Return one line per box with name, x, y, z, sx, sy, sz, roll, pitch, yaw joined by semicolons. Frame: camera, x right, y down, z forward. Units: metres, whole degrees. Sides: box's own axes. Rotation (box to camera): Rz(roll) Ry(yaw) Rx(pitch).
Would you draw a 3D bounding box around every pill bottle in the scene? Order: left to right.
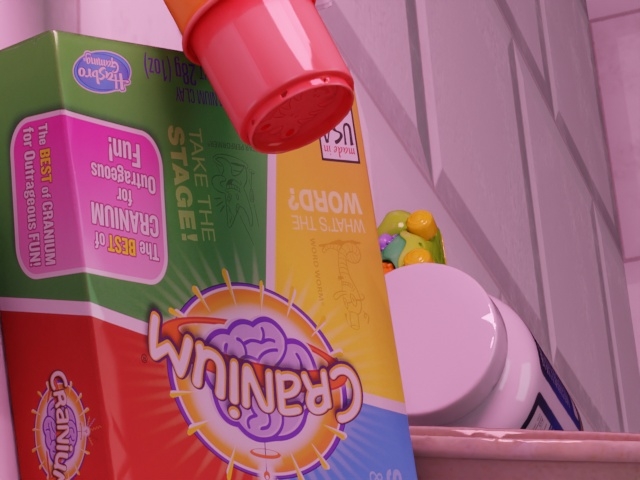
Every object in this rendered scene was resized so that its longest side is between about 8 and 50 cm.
pill bottle;0.115;0.128;1.537;0.264;0.153;0.153;54;29;-58

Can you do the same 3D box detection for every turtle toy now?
turtle toy;0.077;0.023;1.638;0.130;0.066;0.095;-84;157;-48

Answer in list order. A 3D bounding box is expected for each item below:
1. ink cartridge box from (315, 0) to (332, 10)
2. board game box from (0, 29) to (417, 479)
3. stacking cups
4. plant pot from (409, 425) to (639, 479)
ink cartridge box;-0.055;-0.280;1.342;0.158;0.092;0.218;-78;154;-55
board game box;-0.054;0.063;0.993;0.242;0.064;0.316;2;75;-51
stacking cups;-0.072;-0.192;0.993;0.316;0.096;0.096;59;7;24
plant pot;0.115;0.274;1.211;0.334;0.334;0.305;18;73;-72
